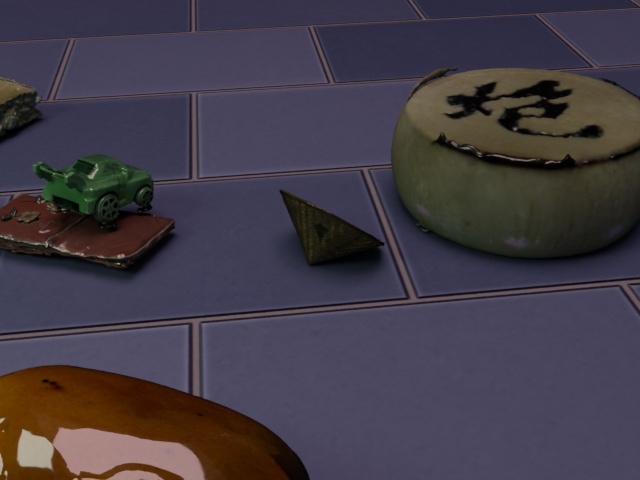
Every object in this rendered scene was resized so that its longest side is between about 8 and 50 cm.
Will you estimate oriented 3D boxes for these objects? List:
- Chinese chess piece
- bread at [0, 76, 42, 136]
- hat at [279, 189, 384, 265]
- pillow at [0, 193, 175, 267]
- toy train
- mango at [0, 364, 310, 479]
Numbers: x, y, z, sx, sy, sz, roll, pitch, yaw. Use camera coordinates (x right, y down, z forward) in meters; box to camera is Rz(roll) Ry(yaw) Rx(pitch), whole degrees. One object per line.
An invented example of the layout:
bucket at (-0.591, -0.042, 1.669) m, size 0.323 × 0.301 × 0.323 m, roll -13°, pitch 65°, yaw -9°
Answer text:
Chinese chess piece at (0.270, -0.120, 1.129) m, size 0.349 × 0.146 × 0.349 m, roll 0°, pitch 32°, yaw 0°
bread at (-0.543, -0.219, 1.380) m, size 0.172 × 0.064 × 0.232 m, roll -11°, pitch 35°, yaw -16°
hat at (0.000, 0.000, 1.032) m, size 0.146 × 0.067 × 0.146 m, roll 27°, pitch 0°, yaw 0°
pillow at (-0.312, -0.014, 1.071) m, size 0.232 × 0.043 × 0.126 m, roll 9°, pitch 31°, yaw 15°
toy train at (-0.280, -0.072, 1.058) m, size 0.099 × 0.081 × 0.149 m, roll 18°, pitch 29°, yaw 28°
mango at (-0.153, 0.189, 0.646) m, size 0.287 × 0.153 × 0.201 m, roll 15°, pitch 6°, yaw 8°
